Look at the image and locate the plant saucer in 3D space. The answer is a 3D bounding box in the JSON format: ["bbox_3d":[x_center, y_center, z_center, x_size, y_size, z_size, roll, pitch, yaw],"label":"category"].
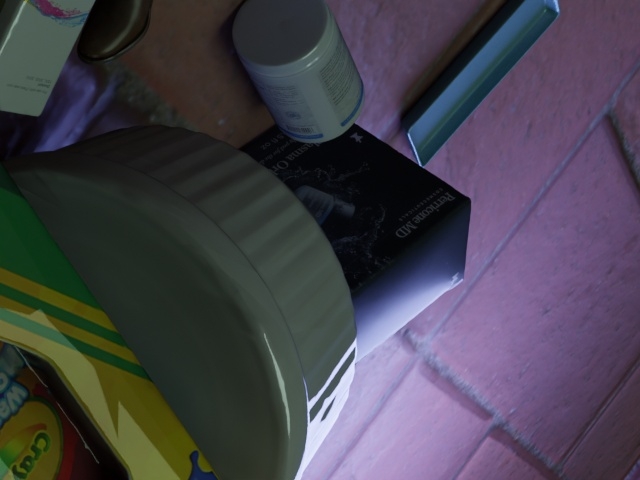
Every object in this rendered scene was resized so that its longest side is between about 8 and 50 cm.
[{"bbox_3d":[0.137,-0.149,1.325,0.192,0.018,0.067,-47,152,-11],"label":"plant saucer"}]

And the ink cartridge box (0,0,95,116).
[{"bbox_3d":[-0.163,-0.138,0.796,0.052,0.088,0.122,1,120,-58],"label":"ink cartridge box"}]

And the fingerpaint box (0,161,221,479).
[{"bbox_3d":[-0.282,0.169,0.689,0.445,0.163,0.371,-41,114,-23],"label":"fingerpaint box"}]

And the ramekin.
[{"bbox_3d":[-0.102,0.055,0.938,0.127,0.273,0.273,-39,151,-50],"label":"ramekin"}]

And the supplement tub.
[{"bbox_3d":[-0.013,-0.120,1.068,0.071,0.071,0.107,-48,152,-11],"label":"supplement tub"}]

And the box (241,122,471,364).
[{"bbox_3d":[0.000,0.000,1.129,0.156,0.158,0.093,-37,148,-30],"label":"box"}]

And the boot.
[{"bbox_3d":[-0.118,-0.170,0.884,0.106,0.037,0.114,-58,158,-21],"label":"boot"}]
